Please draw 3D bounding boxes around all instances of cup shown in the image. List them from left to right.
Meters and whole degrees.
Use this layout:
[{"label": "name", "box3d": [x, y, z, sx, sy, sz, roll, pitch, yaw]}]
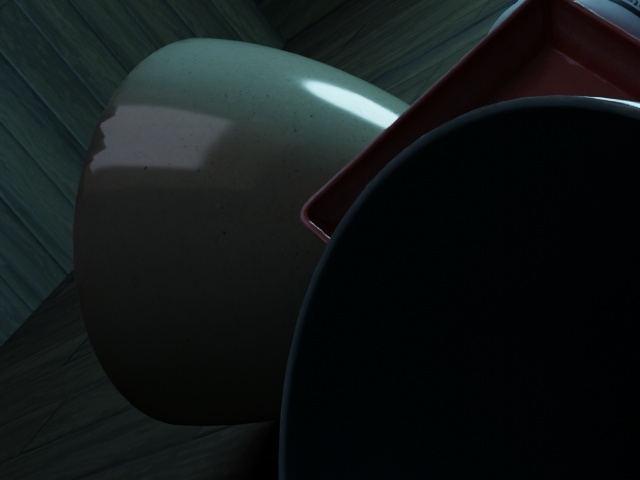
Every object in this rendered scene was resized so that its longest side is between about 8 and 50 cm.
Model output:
[{"label": "cup", "box3d": [0.000, 0.000, 1.083, 0.237, 0.331, 0.331, 4, 38, 31]}]

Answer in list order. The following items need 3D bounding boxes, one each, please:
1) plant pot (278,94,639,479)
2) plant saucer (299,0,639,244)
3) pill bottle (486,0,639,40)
[{"label": "plant pot", "box3d": [0.147, 0.094, 0.484, 0.195, 0.290, 0.290, -4, -11, -38]}, {"label": "plant saucer", "box3d": [0.163, -0.021, 0.900, 0.259, 0.258, 0.048, -44, -30, -13]}, {"label": "pill bottle", "box3d": [0.253, -0.169, 1.116, 0.181, 0.181, 0.323, -20, 24, 54]}]
